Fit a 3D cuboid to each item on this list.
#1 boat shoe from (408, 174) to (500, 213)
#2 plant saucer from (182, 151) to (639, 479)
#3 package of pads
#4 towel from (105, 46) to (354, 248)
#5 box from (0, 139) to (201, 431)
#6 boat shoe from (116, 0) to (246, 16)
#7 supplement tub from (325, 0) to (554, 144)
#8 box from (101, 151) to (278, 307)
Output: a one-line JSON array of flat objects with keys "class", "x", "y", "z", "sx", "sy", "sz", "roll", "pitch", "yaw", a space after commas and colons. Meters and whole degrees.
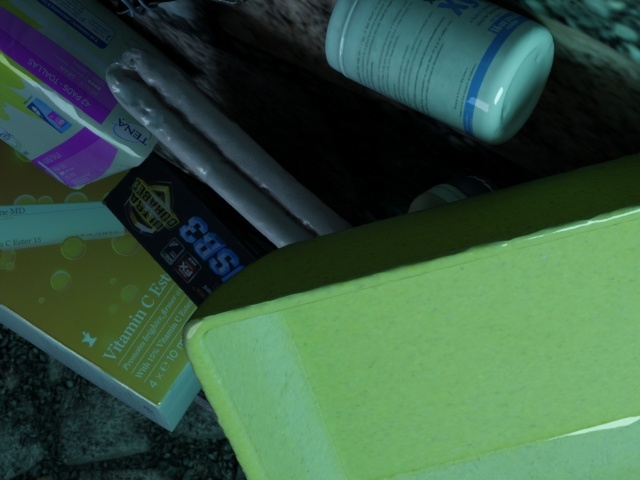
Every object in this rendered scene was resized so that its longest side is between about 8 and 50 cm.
[{"class": "boat shoe", "x": 0.134, "y": 0.016, "z": 1.019, "sx": 0.103, "sy": 0.092, "sz": 0.285, "roll": 48, "pitch": 177, "yaw": 28}, {"class": "plant saucer", "x": 0.114, "y": 0.074, "z": 0.896, "sx": 0.332, "sy": 0.333, "sz": 0.081, "roll": 72, "pitch": -175, "yaw": -50}, {"class": "package of pads", "x": -0.254, "y": -0.152, "z": 1.308, "sx": 0.229, "sy": 0.101, "sz": 0.296, "roll": 37, "pitch": 166, "yaw": -14}, {"class": "towel", "x": 0.000, "y": 0.000, "z": 1.145, "sx": 0.317, "sy": 0.053, "sz": 0.332, "roll": 42, "pitch": 178, "yaw": 14}, {"class": "box", "x": -0.250, "y": 0.018, "z": 1.642, "sx": 0.345, "sy": 0.215, "sz": 0.168, "roll": 31, "pitch": 166, "yaw": 8}, {"class": "boat shoe", "x": -0.117, "y": -0.178, "z": 0.973, "sx": 0.183, "sy": 0.066, "sz": 0.066, "roll": 25, "pitch": 164, "yaw": 32}, {"class": "supplement tub", "x": 0.064, "y": -0.102, "z": 0.815, "sx": 0.107, "sy": 0.071, "sz": 0.071, "roll": 28, "pitch": 165, "yaw": 21}, {"class": "box", "x": -0.011, "y": 0.070, "z": 1.312, "sx": 0.295, "sy": 0.073, "sz": 0.293, "roll": 44, "pitch": -174, "yaw": 30}]
